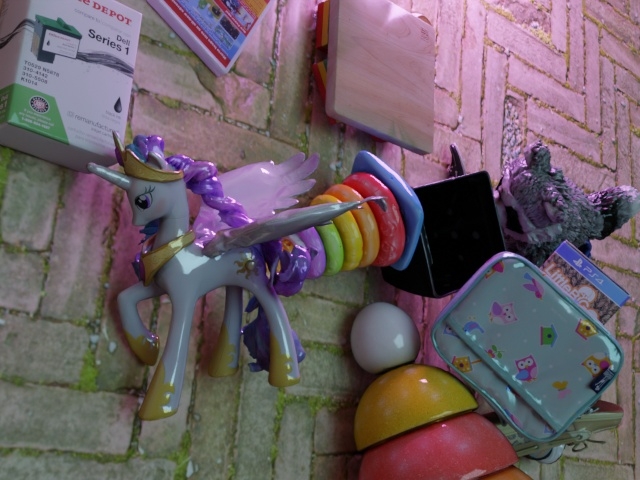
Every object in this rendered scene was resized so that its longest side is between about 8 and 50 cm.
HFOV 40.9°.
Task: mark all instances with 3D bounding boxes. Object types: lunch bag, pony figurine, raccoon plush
[{"bbox_3d":[0.325,0.175,1.369,0.279,0.224,0.108,44,4,7],"label":"lunch bag"},{"bbox_3d":[-0.117,0.021,1.141,0.350,0.302,0.364,-10,106,-24],"label":"pony figurine"},{"bbox_3d":[0.489,-0.105,1.677,0.446,0.299,0.216,-28,74,-23],"label":"raccoon plush"}]

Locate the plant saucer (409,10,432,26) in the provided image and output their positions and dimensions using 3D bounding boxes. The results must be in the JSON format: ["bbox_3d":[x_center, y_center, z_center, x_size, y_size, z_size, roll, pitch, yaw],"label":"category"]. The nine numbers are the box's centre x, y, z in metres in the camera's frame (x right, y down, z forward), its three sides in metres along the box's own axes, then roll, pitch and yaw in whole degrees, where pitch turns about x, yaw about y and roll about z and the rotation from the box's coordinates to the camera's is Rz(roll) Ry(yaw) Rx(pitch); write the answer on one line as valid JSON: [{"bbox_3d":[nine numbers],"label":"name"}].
[{"bbox_3d":[0.205,-0.425,1.734,0.083,0.015,0.084,12,73,-43],"label":"plant saucer"}]

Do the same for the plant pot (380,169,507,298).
[{"bbox_3d":[0.194,-0.004,1.512,0.188,0.167,0.188,-15,92,-35],"label":"plant pot"}]

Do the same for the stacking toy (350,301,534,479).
[{"bbox_3d":[0.169,0.320,1.376,0.350,0.350,0.480,-3,68,-45],"label":"stacking toy"}]

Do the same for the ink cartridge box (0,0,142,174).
[{"bbox_3d":[-0.330,-0.217,1.103,0.160,0.092,0.220,18,69,-42],"label":"ink cartridge box"}]

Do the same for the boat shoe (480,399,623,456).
[{"bbox_3d":[0.442,0.366,1.657,0.104,0.285,0.089,-63,145,-85],"label":"boat shoe"}]

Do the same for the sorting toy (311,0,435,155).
[{"bbox_3d":[0.090,-0.300,1.540,0.257,0.089,0.256,16,70,-42],"label":"sorting toy"}]

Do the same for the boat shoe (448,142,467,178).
[{"bbox_3d":[0.276,-0.133,1.725,0.046,0.038,0.125,-52,124,-75],"label":"boat shoe"}]

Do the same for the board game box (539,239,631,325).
[{"bbox_3d":[0.395,0.162,1.539,0.141,0.291,0.232,43,7,16],"label":"board game box"}]

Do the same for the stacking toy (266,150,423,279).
[{"bbox_3d":[0.000,0.000,1.358,0.301,0.166,0.175,-24,57,-29],"label":"stacking toy"}]

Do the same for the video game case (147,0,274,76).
[{"bbox_3d":[-0.162,-0.427,1.364,0.204,0.025,0.285,46,52,-28],"label":"video game case"}]

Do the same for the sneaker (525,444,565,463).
[{"bbox_3d":[0.444,0.314,1.754,0.108,0.100,0.272,16,70,-36],"label":"sneaker"}]

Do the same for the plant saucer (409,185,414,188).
[{"bbox_3d":[0.170,-0.061,1.621,0.083,0.013,0.084,12,73,-42],"label":"plant saucer"}]

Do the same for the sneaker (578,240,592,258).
[{"bbox_3d":[0.554,0.015,1.904,0.112,0.131,0.296,57,47,-17],"label":"sneaker"}]
